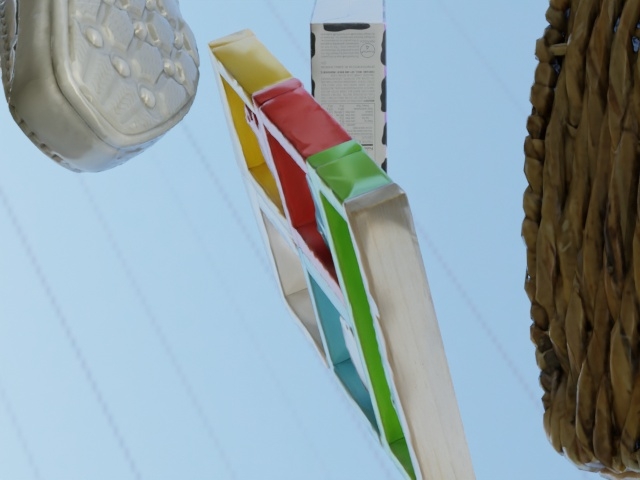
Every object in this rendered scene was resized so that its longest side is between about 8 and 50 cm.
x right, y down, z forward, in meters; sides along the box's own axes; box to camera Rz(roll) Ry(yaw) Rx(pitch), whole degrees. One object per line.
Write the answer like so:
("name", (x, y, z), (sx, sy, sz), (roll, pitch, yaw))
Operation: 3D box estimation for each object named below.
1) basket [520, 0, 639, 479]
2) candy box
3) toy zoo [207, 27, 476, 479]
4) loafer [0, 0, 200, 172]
("basket", (0.228, -0.031, 0.659), (0.213, 0.223, 0.299), (-5, -104, 55))
("candy box", (0.028, -0.117, 1.470), (0.165, 0.070, 0.196), (-85, 173, -72))
("toy zoo", (0.000, 0.000, 0.900), (0.293, 0.030, 0.192), (-128, -160, -57))
("loafer", (-0.133, -0.115, 0.857), (0.111, 0.112, 0.319), (-33, -156, 13))
